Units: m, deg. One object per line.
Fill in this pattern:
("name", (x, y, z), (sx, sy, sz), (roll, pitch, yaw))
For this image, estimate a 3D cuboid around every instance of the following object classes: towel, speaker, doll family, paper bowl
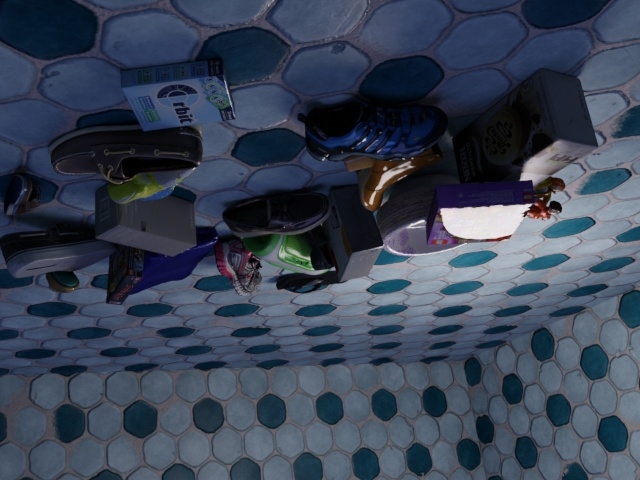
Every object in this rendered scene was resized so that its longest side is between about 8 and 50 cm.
("towel", (-0.439, 0.053, 2.093), (0.228, 0.076, 0.308), (-17, 167, -34))
("speaker", (-0.082, 0.015, 2.062), (0.131, 0.131, 0.297), (-20, 156, 29))
("doll family", (0.539, -0.155, 1.898), (0.163, 0.118, 0.263), (-13, 141, 32))
("paper bowl", (0.288, -0.074, 1.931), (0.284, 0.148, 0.284), (-6, 159, -2))

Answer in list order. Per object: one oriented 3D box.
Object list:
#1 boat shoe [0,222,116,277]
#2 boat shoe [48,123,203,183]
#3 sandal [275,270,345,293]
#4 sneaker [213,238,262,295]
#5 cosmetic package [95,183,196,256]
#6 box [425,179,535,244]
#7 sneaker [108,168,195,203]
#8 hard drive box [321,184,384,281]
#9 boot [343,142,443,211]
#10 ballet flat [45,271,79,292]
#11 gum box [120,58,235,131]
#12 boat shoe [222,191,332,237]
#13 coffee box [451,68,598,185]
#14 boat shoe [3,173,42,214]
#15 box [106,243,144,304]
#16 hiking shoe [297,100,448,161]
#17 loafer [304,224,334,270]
("boat shoe", (-0.659, 0.009, 1.872), (0.121, 0.119, 0.335), (-32, 169, 24))
("boat shoe", (-0.400, -0.173, 1.505), (0.325, 0.096, 0.116), (-9, 159, 3))
("sandal", (-0.026, 0.146, 2.521), (0.255, 0.054, 0.097), (-6, 159, -4))
("sneaker", (-0.224, 0.083, 2.202), (0.112, 0.120, 0.299), (-14, 159, 6))
("cosmetic package", (-0.420, -0.051, 1.779), (0.107, 0.127, 0.238), (-23, 156, 37))
("box", (0.350, -0.057, 1.660), (0.201, 0.057, 0.293), (-3, 164, 3))
("sneaker", (-0.352, -0.149, 1.636), (0.240, 0.091, 0.126), (-17, 175, 22))
("hard drive box", (0.081, -0.015, 1.954), (0.089, 0.181, 0.232), (-14, 160, -11))
("boot", (0.184, -0.166, 1.720), (0.211, 0.104, 0.295), (-12, 155, 13))
("ballet flat", (-0.696, 0.099, 1.959), (0.080, 0.232, 0.073), (18, 104, -32))
("gum box", (-0.262, -0.270, 1.379), (0.185, 0.041, 0.157), (-8, 159, -2))
("boat shoe", (-0.115, -0.069, 1.873), (0.285, 0.102, 0.092), (-8, 165, 17))
("coffee box", (0.431, -0.213, 1.594), (0.119, 0.168, 0.297), (5, 155, -29))
("boat shoe", (-0.664, -0.104, 1.652), (0.066, 0.066, 0.183), (0, 168, -32))
("box", (-0.527, 0.063, 1.986), (0.044, 0.159, 0.233), (10, 153, -26))
("hiking shoe", (0.113, -0.230, 1.512), (0.304, 0.113, 0.132), (-9, 160, 4))
("loafer", (0.000, 0.000, 2.014), (0.061, 0.170, 0.062), (-2, -159, 39))
